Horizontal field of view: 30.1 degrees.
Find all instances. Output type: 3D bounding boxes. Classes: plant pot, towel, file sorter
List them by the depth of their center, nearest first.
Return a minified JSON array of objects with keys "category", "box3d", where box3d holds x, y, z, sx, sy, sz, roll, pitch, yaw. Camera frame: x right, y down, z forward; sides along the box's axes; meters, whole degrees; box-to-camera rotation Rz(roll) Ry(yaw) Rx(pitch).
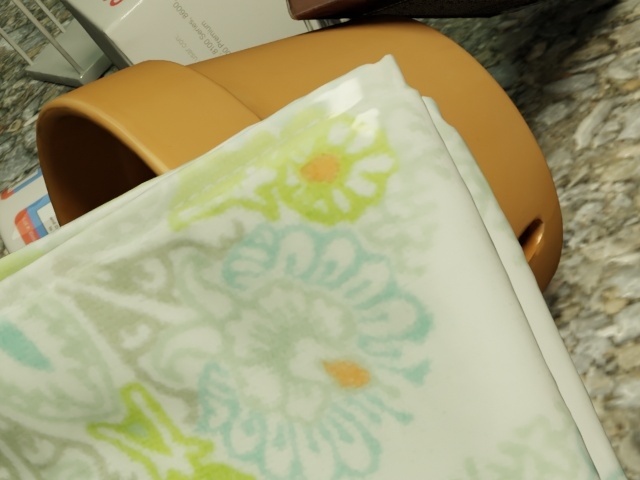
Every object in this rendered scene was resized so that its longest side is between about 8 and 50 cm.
[{"category":"towel","box3d":[-0.029,0.157,0.468,0.321,0.374,0.090,-27,-9,18]},{"category":"plant pot","box3d":[0.000,0.000,0.691,0.203,0.290,0.291,-35,28,-22]},{"category":"file sorter","box3d":[-0.297,-0.359,1.530,0.277,0.173,0.193,-49,33,-15]}]

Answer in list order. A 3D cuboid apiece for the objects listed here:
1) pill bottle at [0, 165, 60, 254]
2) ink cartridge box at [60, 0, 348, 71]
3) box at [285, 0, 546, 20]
[{"category":"pill bottle","box3d":[-0.109,-0.039,0.851,0.222,0.124,0.124,-33,32,2]},{"category":"ink cartridge box","box3d":[-0.064,-0.312,1.229,0.395,0.166,0.285,-43,31,-3]},{"category":"box","box3d":[0.092,-0.256,0.789,0.143,0.191,0.381,-13,4,28]}]
